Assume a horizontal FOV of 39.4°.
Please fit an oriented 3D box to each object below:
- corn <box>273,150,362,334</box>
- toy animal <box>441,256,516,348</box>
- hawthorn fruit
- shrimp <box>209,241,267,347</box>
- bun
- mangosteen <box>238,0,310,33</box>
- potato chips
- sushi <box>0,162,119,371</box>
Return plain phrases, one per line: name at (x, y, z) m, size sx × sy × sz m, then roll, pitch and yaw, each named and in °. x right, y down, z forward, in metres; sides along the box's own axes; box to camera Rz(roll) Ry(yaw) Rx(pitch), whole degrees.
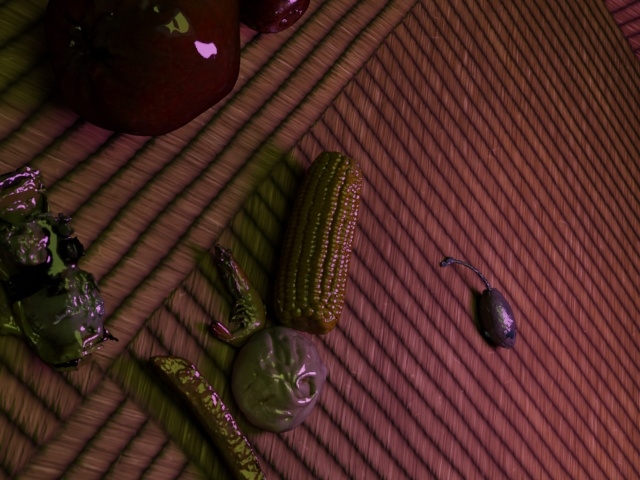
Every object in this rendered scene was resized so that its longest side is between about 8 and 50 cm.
corn at (0.000, 0.000, 1.610) m, size 0.131 × 0.131 × 0.344 m, roll 32°, pitch 58°, yaw -33°
toy animal at (0.362, 0.128, 1.957) m, size 0.253 × 0.070 × 0.079 m, roll 58°, pitch 31°, yaw -10°
hawthorn fruit at (-0.251, -0.313, 1.361) m, size 0.325 × 0.308 × 0.308 m, roll -28°, pitch 97°, yaw -33°
shrimp at (-0.156, 0.099, 1.502) m, size 0.124 × 0.034 × 0.178 m, roll -46°, pitch 119°, yaw -38°
bun at (-0.059, 0.231, 1.499) m, size 0.183 × 0.102 × 0.183 m, roll 9°, pitch 76°, yaw -41°
mangosteen at (-0.100, -0.477, 1.649) m, size 0.156 × 0.146 × 0.181 m, roll -22°, pitch 93°, yaw -42°
potato chips at (-0.145, 0.339, 1.422) m, size 0.080 × 0.057 × 0.407 m, roll -33°, pitch 101°, yaw -30°
sushi at (-0.392, 0.046, 1.234) m, size 0.139 × 0.131 × 0.291 m, roll -30°, pitch 107°, yaw -45°
